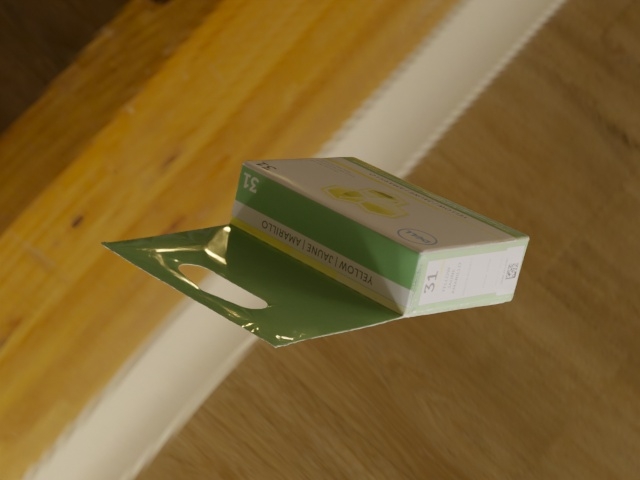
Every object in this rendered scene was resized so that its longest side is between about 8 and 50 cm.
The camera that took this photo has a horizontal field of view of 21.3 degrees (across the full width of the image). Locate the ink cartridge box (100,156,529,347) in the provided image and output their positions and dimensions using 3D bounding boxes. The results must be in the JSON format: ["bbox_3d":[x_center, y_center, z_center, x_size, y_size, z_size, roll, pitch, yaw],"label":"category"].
[{"bbox_3d":[0.000,0.000,1.122,0.171,0.235,0.056,27,-69,37],"label":"ink cartridge box"}]
